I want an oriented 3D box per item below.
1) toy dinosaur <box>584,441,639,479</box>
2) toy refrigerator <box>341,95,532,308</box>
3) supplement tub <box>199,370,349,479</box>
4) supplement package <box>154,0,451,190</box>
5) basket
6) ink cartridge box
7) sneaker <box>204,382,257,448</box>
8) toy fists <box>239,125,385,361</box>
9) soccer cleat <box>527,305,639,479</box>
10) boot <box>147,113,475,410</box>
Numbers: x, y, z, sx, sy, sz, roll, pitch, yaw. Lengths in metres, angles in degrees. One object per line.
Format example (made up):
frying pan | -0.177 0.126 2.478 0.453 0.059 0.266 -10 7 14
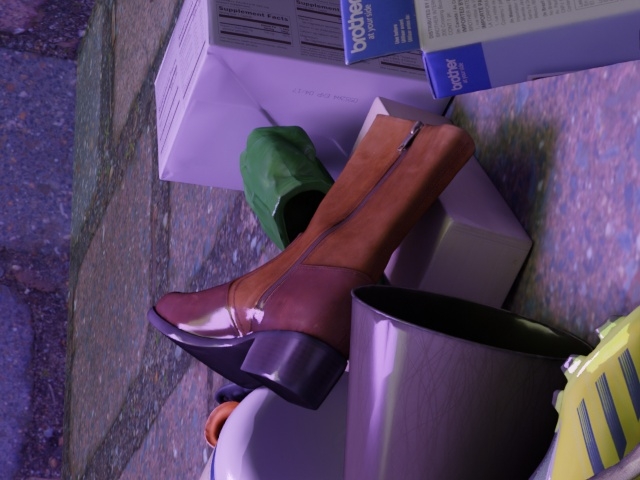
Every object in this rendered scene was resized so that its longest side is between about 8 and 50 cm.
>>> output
toy dinosaur | 0.253 0.069 1.066 0.268 0.064 0.118 -63 20 0
toy refrigerator | 0.106 -0.028 1.561 0.269 0.094 0.102 -115 45 -59
supplement tub | -0.024 0.303 1.579 0.325 0.235 0.235 116 155 -44
supplement package | -0.023 -0.162 1.729 0.204 0.261 0.145 117 154 -46
basket | 0.097 0.171 1.339 0.154 0.204 0.227 -11 -65 -65
ink cartridge box | 0.167 -0.201 1.129 0.065 0.311 0.186 71 -168 -55
sneaker | -0.046 0.224 1.768 0.321 0.180 0.125 118 153 -47
toy fists | 0.000 0.000 1.693 0.142 0.096 0.279 48 170 51
soccer cleat | 0.212 0.167 1.199 0.121 0.093 0.289 42 123 32
boot | -0.017 -0.004 1.490 0.264 0.096 0.280 8 64 59
